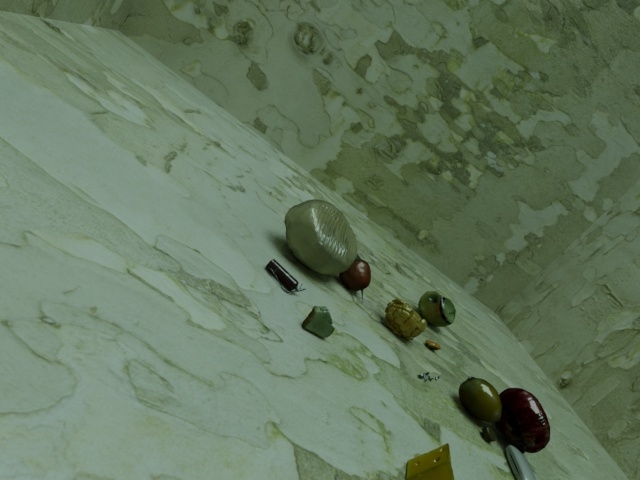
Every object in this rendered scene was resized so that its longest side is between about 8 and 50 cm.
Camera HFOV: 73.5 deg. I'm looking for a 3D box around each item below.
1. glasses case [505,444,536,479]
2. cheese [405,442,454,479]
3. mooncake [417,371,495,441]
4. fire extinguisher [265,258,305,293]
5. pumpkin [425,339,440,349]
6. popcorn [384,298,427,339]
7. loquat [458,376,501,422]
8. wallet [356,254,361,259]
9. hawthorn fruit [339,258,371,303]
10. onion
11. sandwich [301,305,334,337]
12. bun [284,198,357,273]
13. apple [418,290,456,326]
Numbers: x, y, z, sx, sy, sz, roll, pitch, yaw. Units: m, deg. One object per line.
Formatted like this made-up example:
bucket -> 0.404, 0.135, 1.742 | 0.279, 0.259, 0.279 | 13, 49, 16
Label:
glasses case -> 0.726, 0.823, 1.547 | 0.076, 0.049, 0.197 | 38, 16, -7
cheese -> 0.313, 0.635, 1.088 | 0.171, 0.126, 0.093 | 61, 13, 7
mooncake -> 0.524, 0.624, 1.628 | 0.346, 0.057, 0.150 | 49, 21, 24
fire extinguisher -> -0.128, 0.135, 1.509 | 0.157, 0.045, 0.078 | 43, 44, 8
pumpkin -> 0.525, 0.497, 2.021 | 0.083, 0.028, 0.050 | 27, 16, -11
popcorn -> 0.371, 0.356, 1.877 | 0.194, 0.140, 0.163 | 44, 5, -23
loquat -> 0.635, 0.631, 1.692 | 0.195, 0.152, 0.152 | 61, 21, 13
wallet -> 0.090, 0.054, 2.155 | 0.360, 0.083, 0.252 | 23, 29, -50
hawthorn fruit -> 0.175, 0.163, 1.932 | 0.189, 0.149, 0.149 | 45, 16, 16
onion -> 0.796, 0.718, 1.712 | 0.246, 0.190, 0.246 | -14, 90, -88
sandwich -> 0.005, 0.261, 1.372 | 0.105, 0.093, 0.035 | 36, 9, -21
bun -> 0.000, 0.000, 1.820 | 0.362, 0.235, 0.325 | 28, 38, -41
apple -> 0.638, 0.380, 2.343 | 0.188, 0.174, 0.207 | 53, 3, -39
